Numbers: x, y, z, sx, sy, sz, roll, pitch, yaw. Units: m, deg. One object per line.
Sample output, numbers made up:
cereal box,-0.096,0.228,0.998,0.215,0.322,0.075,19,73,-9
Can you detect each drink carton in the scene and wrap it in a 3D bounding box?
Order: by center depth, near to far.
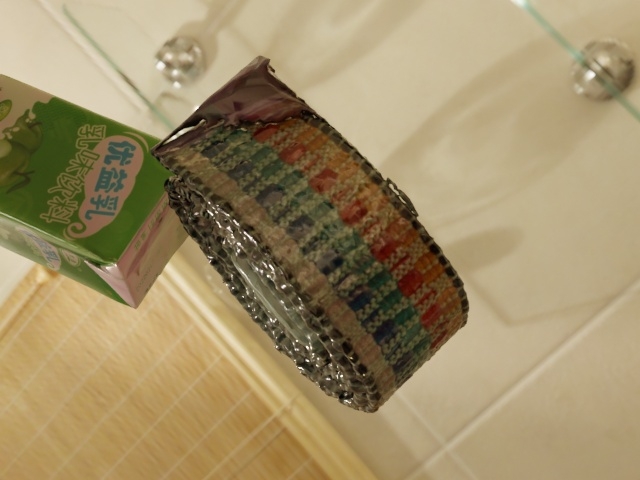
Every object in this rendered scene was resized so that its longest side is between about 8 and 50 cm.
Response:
drink carton,-0.274,-0.059,0.974,0.271,0.161,0.108,23,153,14

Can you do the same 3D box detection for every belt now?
belt,0.000,0.000,0.820,0.295,0.160,0.207,48,163,11
